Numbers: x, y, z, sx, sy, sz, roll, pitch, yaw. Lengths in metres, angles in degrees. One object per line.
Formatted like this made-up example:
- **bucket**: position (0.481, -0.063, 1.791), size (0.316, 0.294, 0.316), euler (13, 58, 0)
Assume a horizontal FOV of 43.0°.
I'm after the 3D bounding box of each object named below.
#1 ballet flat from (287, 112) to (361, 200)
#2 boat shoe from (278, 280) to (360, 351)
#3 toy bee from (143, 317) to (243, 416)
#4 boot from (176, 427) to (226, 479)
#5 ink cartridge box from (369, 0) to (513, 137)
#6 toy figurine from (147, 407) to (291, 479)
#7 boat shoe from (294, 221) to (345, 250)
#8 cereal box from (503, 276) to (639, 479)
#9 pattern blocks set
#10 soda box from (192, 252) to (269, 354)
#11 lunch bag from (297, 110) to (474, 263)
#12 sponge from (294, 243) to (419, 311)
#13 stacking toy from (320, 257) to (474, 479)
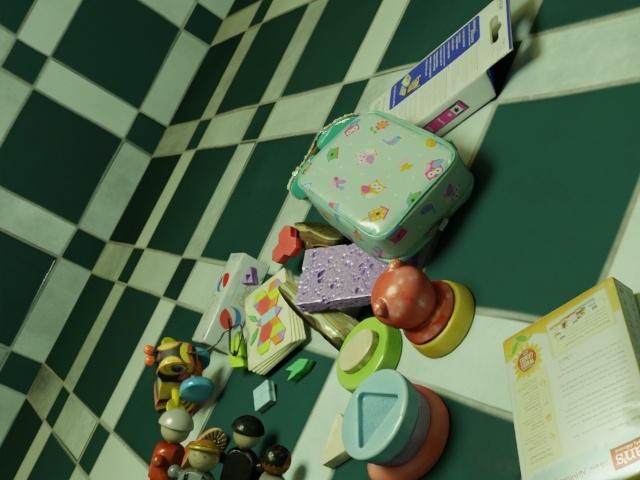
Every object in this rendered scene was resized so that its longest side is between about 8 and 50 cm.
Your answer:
- **ballet flat**: position (0.015, -0.187, 1.749), size (0.241, 0.091, 0.077), euler (-45, 7, 20)
- **boat shoe**: position (0.003, 0.120, 1.434), size (0.072, 0.068, 0.190), euler (-44, 54, -10)
- **toy bee**: position (-0.296, 0.257, 1.672), size (0.298, 0.162, 0.195), euler (-68, 27, 19)
- **boot**: position (-0.241, 0.412, 1.603), size (0.158, 0.059, 0.084), euler (-52, 22, 18)
- **ink cartridge box**: position (0.223, -0.281, 1.492), size (0.371, 0.069, 0.175), euler (-38, 33, 41)
- **toy figurine**: position (-0.163, 0.369, 1.331), size (0.209, 0.213, 0.148), euler (9, 85, 63)
- **boat shoe**: position (-0.001, 0.000, 1.611), size (0.178, 0.064, 0.060), euler (-163, 72, -65)
- **cereal box**: position (0.294, 0.179, 0.911), size (0.173, 0.047, 0.240), euler (-39, 33, 36)
- **pattern blocks set**: position (-0.094, 0.152, 1.579), size (0.285, 0.026, 0.325), euler (-50, 38, 23)
- **soda box**: position (-0.197, 0.137, 1.786), size (0.069, 0.074, 0.216), euler (-3, 60, 60)
- **lunch bag**: position (0.114, -0.097, 1.368), size (0.224, 0.108, 0.279), euler (-44, 43, -8)
- **sponge**: position (0.062, 0.056, 1.372), size (0.210, 0.031, 0.117), euler (-9, 50, 28)
- **stacking toy**: position (0.069, 0.193, 1.200), size (0.279, 0.130, 0.309), euler (-25, 42, 49)
